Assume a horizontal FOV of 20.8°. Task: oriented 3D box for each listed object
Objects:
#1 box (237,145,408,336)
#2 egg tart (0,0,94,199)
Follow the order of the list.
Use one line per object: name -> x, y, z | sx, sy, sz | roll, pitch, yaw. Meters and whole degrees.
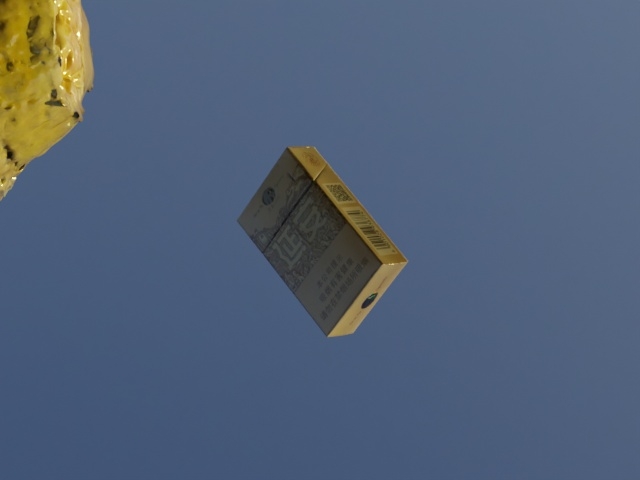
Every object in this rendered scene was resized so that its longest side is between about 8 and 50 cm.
box -> 0.000, 0.000, 0.862 | 0.024, 0.053, 0.083 | -7, -131, -51
egg tart -> -0.271, -0.182, 1.533 | 0.120, 0.315, 0.315 | -5, -140, 3
